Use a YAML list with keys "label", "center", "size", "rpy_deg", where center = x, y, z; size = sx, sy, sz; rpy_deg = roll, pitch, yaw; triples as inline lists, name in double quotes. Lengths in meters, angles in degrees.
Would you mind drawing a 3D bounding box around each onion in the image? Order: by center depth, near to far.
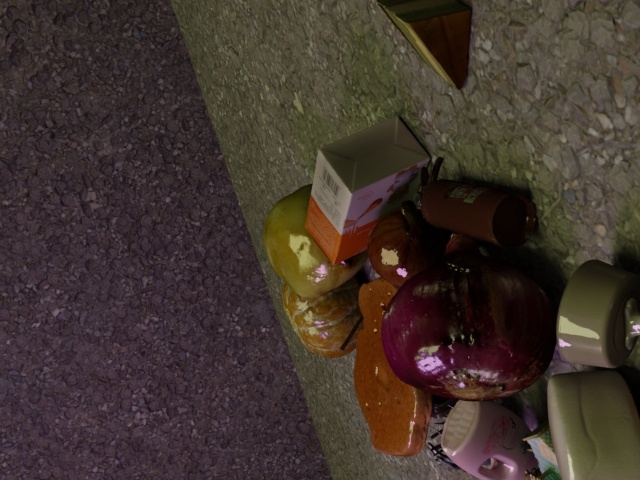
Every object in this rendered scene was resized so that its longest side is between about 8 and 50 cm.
- label: "onion"
  center: [0.296, 0.134, 1.484]
  size: [0.347, 0.348, 0.385]
  rpy_deg: [98, 178, -56]

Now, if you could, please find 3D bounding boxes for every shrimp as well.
- label: "shrimp"
  center: [0.330, 0.477, 1.690]
  size: [0.137, 0.372, 0.172]
  rpy_deg: [39, 110, 46]

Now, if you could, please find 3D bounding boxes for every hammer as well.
- label: "hammer"
  center: [0.131, 0.175, 1.966]
  size: [0.029, 0.292, 0.058]
  rpy_deg: [36, 161, -5]

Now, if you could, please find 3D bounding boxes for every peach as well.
- label: "peach"
  center: [-0.004, -0.005, 2.070]
  size: [0.315, 0.281, 0.314]
  rpy_deg: [-18, 87, 65]

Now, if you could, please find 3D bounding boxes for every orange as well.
- label: "orange"
  center: [0.018, 0.205, 2.295]
  size: [0.329, 0.249, 0.329]
  rpy_deg: [54, 163, 24]

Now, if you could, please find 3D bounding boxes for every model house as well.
- label: "model house"
  center: [0.493, 0.425, 1.431]
  size: [0.271, 0.178, 0.206]
  rpy_deg: [30, 146, 64]

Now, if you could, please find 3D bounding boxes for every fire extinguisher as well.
- label: "fire extinguisher"
  center: [0.292, -0.087, 1.496]
  size: [0.337, 0.106, 0.147]
  rpy_deg: [25, 102, 61]

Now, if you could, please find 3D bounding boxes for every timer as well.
- label: "timer"
  center: [0.522, 0.138, 1.119]
  size: [0.266, 0.175, 0.175]
  rpy_deg: [14, 127, 44]

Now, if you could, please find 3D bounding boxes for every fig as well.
- label: "fig"
  center: [0.204, 0.007, 1.678]
  size: [0.205, 0.205, 0.205]
  rpy_deg: [53, 157, 34]

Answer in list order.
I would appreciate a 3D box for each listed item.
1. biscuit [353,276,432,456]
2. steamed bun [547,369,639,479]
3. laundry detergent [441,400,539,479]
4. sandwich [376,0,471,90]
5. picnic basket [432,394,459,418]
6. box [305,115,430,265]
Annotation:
- label: "biscuit"
  center: [0.177, 0.312, 1.789]
  size: [0.350, 0.078, 0.455]
  rpy_deg: [-138, 50, -67]
- label: "steamed bun"
  center: [0.479, 0.335, 1.279]
  size: [0.164, 0.146, 0.241]
  rpy_deg: [68, -163, -48]
- label: "laundry detergent"
  center: [0.400, 0.455, 1.589]
  size: [0.335, 0.159, 0.088]
  rpy_deg: [36, 169, -32]
- label: "sandwich"
  center: [0.188, -0.361, 1.369]
  size: [0.117, 0.144, 0.187]
  rpy_deg: [52, 156, 42]
- label: "picnic basket"
  center: [0.285, 0.338, 1.893]
  size: [0.139, 0.165, 0.267]
  rpy_deg: [68, 162, -9]
- label: "box"
  center: [0.103, -0.108, 1.762]
  size: [0.143, 0.225, 0.341]
  rpy_deg: [57, 158, 22]
